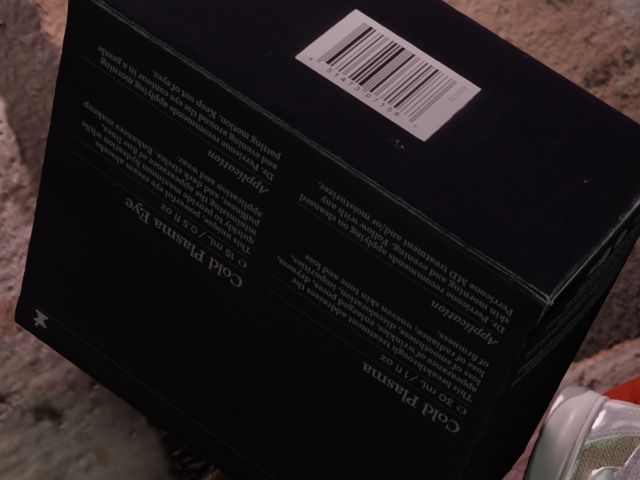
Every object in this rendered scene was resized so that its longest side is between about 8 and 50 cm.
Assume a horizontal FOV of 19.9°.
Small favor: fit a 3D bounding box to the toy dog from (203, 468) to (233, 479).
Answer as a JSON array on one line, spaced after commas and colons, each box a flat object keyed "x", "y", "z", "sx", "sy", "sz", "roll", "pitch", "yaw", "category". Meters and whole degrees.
[{"x": -0.028, "y": 0.255, "z": 1.269, "sx": 0.334, "sy": 0.161, "sz": 0.220, "roll": -1, "pitch": 79, "yaw": -24, "category": "toy dog"}]

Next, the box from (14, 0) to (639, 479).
[{"x": 0.000, "y": 0.000, "z": 1.176, "sx": 0.343, "sy": 0.312, "sz": 0.179, "roll": 35, "pitch": 47, "yaw": 14, "category": "box"}]

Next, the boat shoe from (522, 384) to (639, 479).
[{"x": 0.172, "y": 0.262, "z": 1.264, "sx": 0.103, "sy": 0.118, "sz": 0.320, "roll": 13, "pitch": 74, "yaw": 20, "category": "boat shoe"}]

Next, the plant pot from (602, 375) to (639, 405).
[{"x": 0.347, "y": 0.208, "z": 1.406, "sx": 0.236, "sy": 0.267, "sz": 0.267, "roll": 8, "pitch": 75, "yaw": -9, "category": "plant pot"}]
